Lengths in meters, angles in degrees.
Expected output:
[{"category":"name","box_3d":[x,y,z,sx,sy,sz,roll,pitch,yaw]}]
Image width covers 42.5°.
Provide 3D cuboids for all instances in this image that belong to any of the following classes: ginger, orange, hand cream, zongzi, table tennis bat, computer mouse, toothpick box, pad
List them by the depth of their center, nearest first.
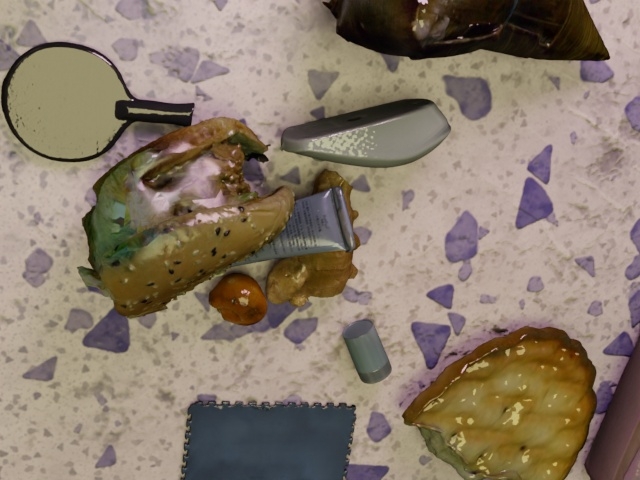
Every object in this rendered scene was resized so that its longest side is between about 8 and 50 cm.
[{"category":"zongzi","box_3d":[0.227,-0.418,1.009,0.432,0.207,0.404,-3,100,-31]},{"category":"table tennis bat","box_3d":[-0.278,-0.169,1.039,0.236,0.027,0.150,3,108,-13]},{"category":"computer mouse","box_3d":[0.060,-0.131,1.080,0.230,0.128,0.079,-12,105,-8]},{"category":"hand cream","box_3d":[-0.084,-0.001,1.092,0.255,0.055,0.088,-14,84,12]},{"category":"ginger","box_3d":[0.009,0.010,1.142,0.115,0.081,0.206,26,105,-1]},{"category":"orange","box_3d":[-0.110,0.079,1.143,0.086,0.086,0.062,37,62,-22]},{"category":"toothpick box","box_3d":[0.069,0.165,1.225,0.052,0.052,0.083,-24,112,-4]},{"category":"pad","box_3d":[-0.085,0.369,1.281,0.269,0.012,0.269,5,108,-15]}]

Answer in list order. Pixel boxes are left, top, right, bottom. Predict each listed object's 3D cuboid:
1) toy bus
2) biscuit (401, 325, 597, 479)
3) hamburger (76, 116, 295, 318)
[{"category":"toy bus","box_3d":[0.570,0.268,1.321,0.162,0.171,0.387,14,105,-14]},{"category":"biscuit","box_3d":[0.299,0.298,1.318,0.329,0.078,0.335,-20,113,-9]},{"category":"hamburger","box_3d":[-0.173,-0.030,1.001,0.288,0.192,0.168,-30,83,-1]}]
